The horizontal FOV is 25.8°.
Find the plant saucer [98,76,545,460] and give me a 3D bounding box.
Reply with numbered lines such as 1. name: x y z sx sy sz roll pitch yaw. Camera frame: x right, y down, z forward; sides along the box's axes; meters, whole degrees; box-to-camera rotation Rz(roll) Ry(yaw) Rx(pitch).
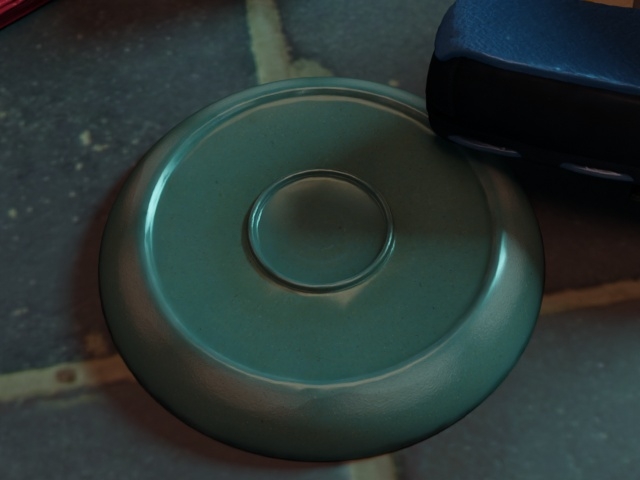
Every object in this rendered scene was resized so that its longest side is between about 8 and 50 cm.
1. plant saucer: 0.000 0.000 0.977 0.318 0.043 0.317 -1 56 1

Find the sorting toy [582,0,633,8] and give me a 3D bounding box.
1. sorting toy: 0.237 -0.201 1.118 0.083 0.012 0.062 10 58 8

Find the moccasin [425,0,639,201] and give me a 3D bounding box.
1. moccasin: 0.242 -0.089 0.983 0.342 0.117 0.137 17 48 0

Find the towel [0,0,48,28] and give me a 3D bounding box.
1. towel: -0.337 -0.256 1.157 0.199 0.031 0.275 -35 63 -20
